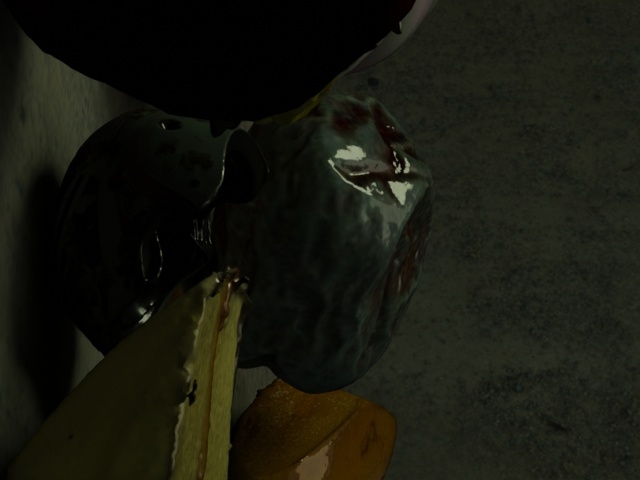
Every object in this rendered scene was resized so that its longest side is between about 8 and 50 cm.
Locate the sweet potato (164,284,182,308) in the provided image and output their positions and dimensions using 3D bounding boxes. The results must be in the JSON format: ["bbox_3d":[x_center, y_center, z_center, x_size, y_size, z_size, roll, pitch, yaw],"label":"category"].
[{"bbox_3d":[-0.137,0.022,1.176,0.055,0.058,0.202,42,-27,29],"label":"sweet potato"}]

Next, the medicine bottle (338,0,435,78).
[{"bbox_3d":[-0.001,-0.301,1.616,0.325,0.256,0.256,-54,143,-65],"label":"medicine bottle"}]

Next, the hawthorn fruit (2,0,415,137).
[{"bbox_3d":[-0.060,-0.213,0.836,0.316,0.316,0.316,-1,90,-85],"label":"hawthorn fruit"}]

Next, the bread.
[{"bbox_3d":[-0.075,0.118,0.971,0.178,0.135,0.240,-48,174,2],"label":"bread"}]

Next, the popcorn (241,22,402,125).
[{"bbox_3d":[-0.049,-0.219,1.255,0.249,0.225,0.249,-6,90,-87],"label":"popcorn"}]

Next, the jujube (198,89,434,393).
[{"bbox_3d":[-0.009,-0.003,1.539,0.246,0.215,0.308,-15,126,-65],"label":"jujube"}]

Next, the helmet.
[{"bbox_3d":[-0.124,-0.018,1.004,0.177,0.107,0.153,-55,176,12],"label":"helmet"}]

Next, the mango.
[{"bbox_3d":[-0.015,0.255,1.729,0.199,0.201,0.350,62,16,-3],"label":"mango"}]
